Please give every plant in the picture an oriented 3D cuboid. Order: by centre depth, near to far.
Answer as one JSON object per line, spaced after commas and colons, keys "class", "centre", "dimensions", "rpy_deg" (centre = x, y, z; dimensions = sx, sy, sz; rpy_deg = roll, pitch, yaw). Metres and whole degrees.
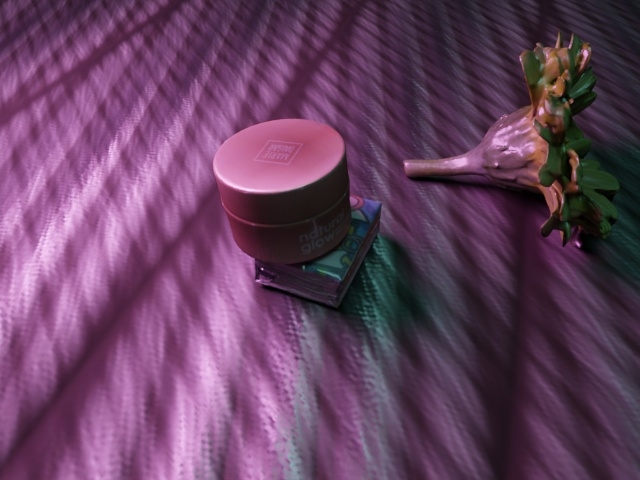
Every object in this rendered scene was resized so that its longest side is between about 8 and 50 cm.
{"class": "plant", "centre": [0.299, -0.101, 0.701], "dimensions": [0.261, 0.297, 0.306], "rpy_deg": [56, 19, 14]}

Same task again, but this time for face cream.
{"class": "face cream", "centre": [-0.040, -0.059, 0.583], "dimensions": [0.149, 0.104, 0.149], "rpy_deg": [-4, 42, 4]}

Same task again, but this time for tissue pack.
{"class": "tissue pack", "centre": [0.000, 0.000, 0.641], "dimensions": [0.116, 0.065, 0.155], "rpy_deg": [17, 48, 16]}
